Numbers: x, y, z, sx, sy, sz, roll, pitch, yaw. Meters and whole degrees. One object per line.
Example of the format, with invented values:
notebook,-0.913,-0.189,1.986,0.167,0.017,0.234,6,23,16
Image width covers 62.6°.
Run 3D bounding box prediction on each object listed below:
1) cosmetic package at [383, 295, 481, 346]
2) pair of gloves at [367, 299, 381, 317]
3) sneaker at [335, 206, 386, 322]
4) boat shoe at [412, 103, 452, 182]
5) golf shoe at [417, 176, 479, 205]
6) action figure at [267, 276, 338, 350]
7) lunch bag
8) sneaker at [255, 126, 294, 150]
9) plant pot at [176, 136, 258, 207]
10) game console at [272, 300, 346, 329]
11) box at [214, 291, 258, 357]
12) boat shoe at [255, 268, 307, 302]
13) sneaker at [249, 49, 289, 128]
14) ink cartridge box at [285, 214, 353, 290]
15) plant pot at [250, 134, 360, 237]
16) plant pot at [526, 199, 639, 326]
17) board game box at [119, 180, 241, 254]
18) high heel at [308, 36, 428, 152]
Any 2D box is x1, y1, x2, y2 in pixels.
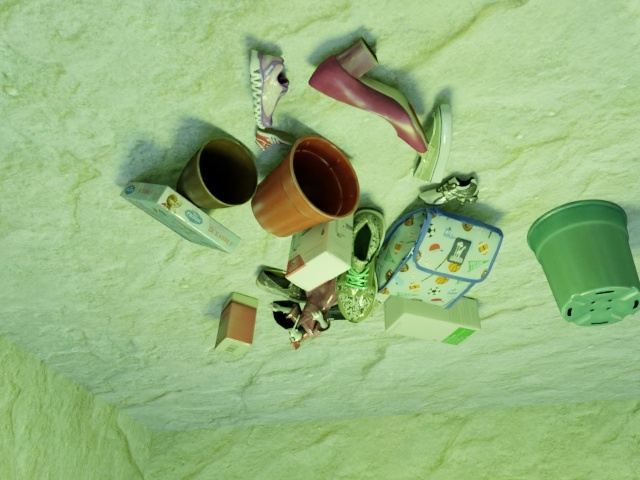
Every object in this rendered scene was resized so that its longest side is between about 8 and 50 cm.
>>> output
cosmetic package,0.479,0.326,2.280,0.366,0.155,0.197,12,143,-14
pair of gloves,0.191,0.182,2.062,0.204,0.240,0.042,36,167,-36
sneaker,0.125,0.089,1.807,0.158,0.410,0.182,7,-174,11
boat shoe,0.331,-0.275,1.564,0.094,0.109,0.302,1,145,5
golf shoe,0.419,-0.169,1.734,0.198,0.077,0.093,-6,124,8
action figure,-0.022,0.272,2.110,0.248,0.370,0.276,25,177,38
lunch bag,0.410,0.055,1.875,0.328,0.238,0.385,14,136,-21
sneaker,-0.142,-0.301,1.604,0.119,0.042,0.067,18,136,-7
plant pot,-0.352,-0.186,1.657,0.230,0.215,0.215,-15,141,44
game console,-0.037,0.342,2.418,0.362,0.044,0.213,-2,143,7
box,-0.369,0.372,2.316,0.127,0.232,0.148,21,138,-21
boat shoe,-0.123,0.182,2.173,0.285,0.102,0.092,17,145,-9
sneaker,-0.136,-0.406,1.437,0.105,0.095,0.236,-4,141,-5
ink cartridge box,0.000,0.000,1.788,0.117,0.283,0.207,33,132,-28
plant pot,-0.065,-0.144,1.643,0.272,0.272,0.265,29,142,-30
plant pot,0.924,0.093,1.817,0.341,0.334,0.341,2,141,2
board game box,-0.470,-0.078,1.760,0.318,0.065,0.319,12,158,48
high heel,0.142,-0.356,1.444,0.181,0.127,0.377,-31,115,22
